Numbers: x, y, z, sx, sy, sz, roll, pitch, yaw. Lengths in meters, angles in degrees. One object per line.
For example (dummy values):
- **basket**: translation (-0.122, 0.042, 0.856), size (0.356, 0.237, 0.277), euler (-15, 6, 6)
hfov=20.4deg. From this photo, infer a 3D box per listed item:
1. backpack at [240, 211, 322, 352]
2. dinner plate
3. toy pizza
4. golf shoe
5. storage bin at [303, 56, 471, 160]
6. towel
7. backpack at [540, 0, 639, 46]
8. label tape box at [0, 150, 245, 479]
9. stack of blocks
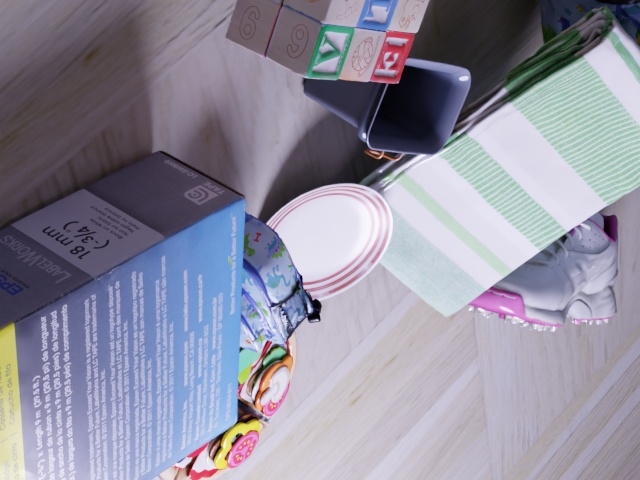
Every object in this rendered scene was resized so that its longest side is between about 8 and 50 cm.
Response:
- **backpack**: translation (-0.068, 0.033, 1.501), size (0.084, 0.105, 0.114), euler (-45, 141, -26)
- **dinner plate**: translation (0.000, 0.000, 1.622), size (0.141, 0.017, 0.141), euler (-16, 135, -17)
- **toy pizza**: translation (-0.083, 0.148, 1.646), size (0.201, 0.032, 0.201), euler (-36, 141, -35)
- **golf shoe**: translation (0.251, 0.025, 1.983), size (0.306, 0.115, 0.140), euler (-3, 108, -62)
- **storage bin**: translation (0.052, -0.127, 1.557), size (0.135, 0.091, 0.098), euler (1, 114, -55)
- **towel**: translation (0.192, -0.062, 1.689), size (0.325, 0.038, 0.248), euler (-36, 140, 15)
- **backpack**: translation (0.357, -0.212, 1.811), size (0.290, 0.273, 0.356), euler (-35, 155, -26)
- **label tape box**: translation (-0.209, 0.107, 1.353), size (0.333, 0.106, 0.241), euler (-31, 138, -39)
- **stack of blocks**: translation (0.029, -0.272, 1.325), size (0.171, 0.087, 0.297), euler (-3, 117, -53)
